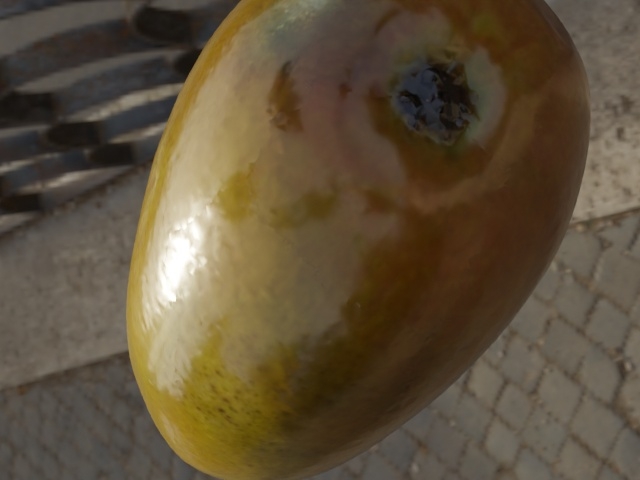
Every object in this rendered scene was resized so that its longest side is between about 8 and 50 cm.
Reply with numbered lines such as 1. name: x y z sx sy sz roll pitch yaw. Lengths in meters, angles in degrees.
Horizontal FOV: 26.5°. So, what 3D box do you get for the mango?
1. mango: 0.000 0.000 0.627 0.173 0.211 0.317 26 140 -7
